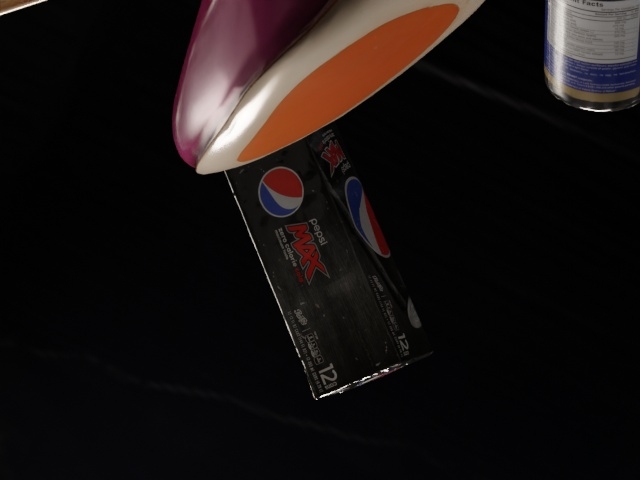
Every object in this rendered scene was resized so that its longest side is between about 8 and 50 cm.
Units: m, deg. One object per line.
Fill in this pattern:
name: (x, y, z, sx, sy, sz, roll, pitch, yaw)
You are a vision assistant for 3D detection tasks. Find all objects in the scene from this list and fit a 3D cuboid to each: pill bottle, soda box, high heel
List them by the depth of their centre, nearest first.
high heel: (0.009, -0.184, 0.558, 0.127, 0.181, 0.377, -21, 161, -46)
soda box: (0.000, 0.000, 0.827, 0.060, 0.168, 0.053, -26, 172, 23)
pill bottle: (0.287, -0.249, 1.460, 0.122, 0.123, 0.219, -71, 162, -46)

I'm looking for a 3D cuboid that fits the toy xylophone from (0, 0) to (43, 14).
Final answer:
toy xylophone: (-0.265, -0.221, 1.007, 0.323, 0.236, 0.081, -19, -133, 7)
